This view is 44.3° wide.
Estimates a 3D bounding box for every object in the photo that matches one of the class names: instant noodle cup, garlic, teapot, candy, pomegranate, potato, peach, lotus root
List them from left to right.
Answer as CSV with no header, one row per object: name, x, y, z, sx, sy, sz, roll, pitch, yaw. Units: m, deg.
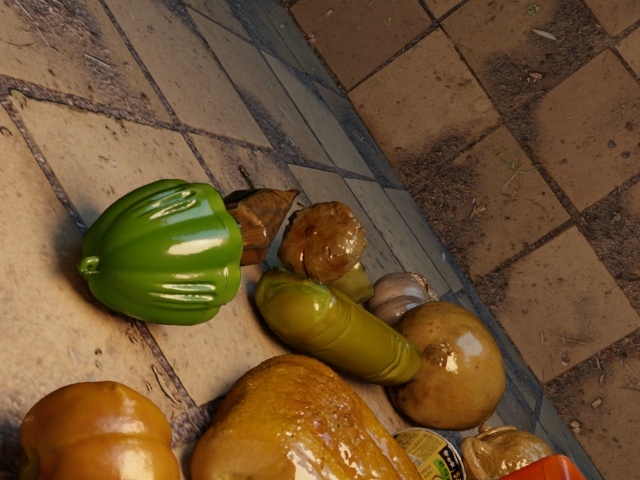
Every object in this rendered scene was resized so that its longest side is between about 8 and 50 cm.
peach,-0.180,0.185,0.644,0.138,0.138,0.138,49,16,-20
lotus root,-0.207,0.021,0.897,0.186,0.186,0.186,49,16,-20
candy,-0.122,-0.034,1.283,0.271,0.143,0.101,-63,141,-69
potato,0.010,0.059,1.478,0.160,0.111,0.272,62,-8,-10
instant noodle cup,0.127,0.364,1.168,0.151,0.151,0.122,59,26,15
garlic,0.201,0.167,1.773,0.228,0.152,0.228,54,17,-26
pomegranate,0.242,0.246,1.555,0.260,0.260,0.260,49,16,-20
teapot,0.346,0.431,1.536,0.311,0.203,0.167,28,31,-49

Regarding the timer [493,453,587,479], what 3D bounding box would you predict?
timer,0.376,0.527,1.342,0.250,0.257,0.161,43,26,-31

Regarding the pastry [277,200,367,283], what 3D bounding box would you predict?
pastry,0.003,0.003,1.325,0.081,0.153,0.153,79,-12,-57

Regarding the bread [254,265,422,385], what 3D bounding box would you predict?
bread,0.032,0.163,1.332,0.166,0.112,0.383,18,-12,38

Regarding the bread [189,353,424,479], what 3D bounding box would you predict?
bread,0.012,0.291,0.949,0.328,0.148,0.337,54,15,1

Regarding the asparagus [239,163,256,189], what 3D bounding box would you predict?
asparagus,-0.127,-0.088,1.596,0.013,0.016,0.166,-1,58,-55
